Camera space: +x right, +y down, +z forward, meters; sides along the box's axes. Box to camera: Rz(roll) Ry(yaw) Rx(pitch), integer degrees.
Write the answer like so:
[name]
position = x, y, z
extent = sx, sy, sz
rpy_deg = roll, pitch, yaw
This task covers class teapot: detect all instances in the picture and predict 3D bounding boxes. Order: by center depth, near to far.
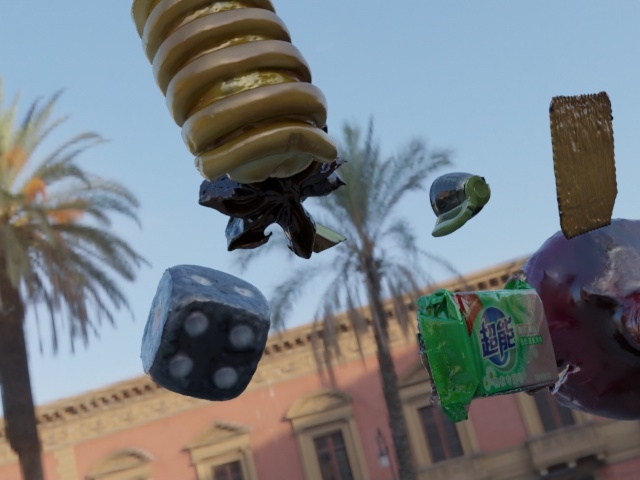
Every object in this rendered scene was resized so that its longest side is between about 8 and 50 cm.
[teapot]
position = 0.246, -0.063, 1.727
extent = 0.092, 0.124, 0.091
rpy_deg = 13, -17, -30

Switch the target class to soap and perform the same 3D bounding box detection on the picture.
[soap]
position = 0.255, 0.154, 1.533
extent = 0.098, 0.217, 0.273
rpy_deg = -25, -17, 36

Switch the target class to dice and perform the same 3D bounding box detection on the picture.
[dice]
position = -0.197, 0.154, 1.706
extent = 0.183, 0.181, 0.182
rpy_deg = 17, -75, -19

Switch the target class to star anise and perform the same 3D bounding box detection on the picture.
[star anise]
position = -0.055, -0.081, 1.307
extent = 0.190, 0.125, 0.220
rpy_deg = 16, -61, -17

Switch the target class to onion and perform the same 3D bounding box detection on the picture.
[onion]
position = 0.557, 0.130, 1.809
extent = 0.399, 0.398, 0.420
rpy_deg = -13, -11, -4

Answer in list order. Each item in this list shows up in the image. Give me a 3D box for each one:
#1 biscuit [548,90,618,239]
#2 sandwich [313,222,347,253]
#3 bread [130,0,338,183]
[biscuit]
position = 0.449, -0.131, 1.700
extent = 0.013, 0.236, 0.232
rpy_deg = -1, 8, 40
[sandwich]
position = 0.000, 0.000, 1.609
extent = 0.031, 0.083, 0.044
rpy_deg = -30, -43, -44
[bread]
position = -0.107, -0.206, 1.140
extent = 0.173, 0.311, 0.121
rpy_deg = -15, -28, -26
